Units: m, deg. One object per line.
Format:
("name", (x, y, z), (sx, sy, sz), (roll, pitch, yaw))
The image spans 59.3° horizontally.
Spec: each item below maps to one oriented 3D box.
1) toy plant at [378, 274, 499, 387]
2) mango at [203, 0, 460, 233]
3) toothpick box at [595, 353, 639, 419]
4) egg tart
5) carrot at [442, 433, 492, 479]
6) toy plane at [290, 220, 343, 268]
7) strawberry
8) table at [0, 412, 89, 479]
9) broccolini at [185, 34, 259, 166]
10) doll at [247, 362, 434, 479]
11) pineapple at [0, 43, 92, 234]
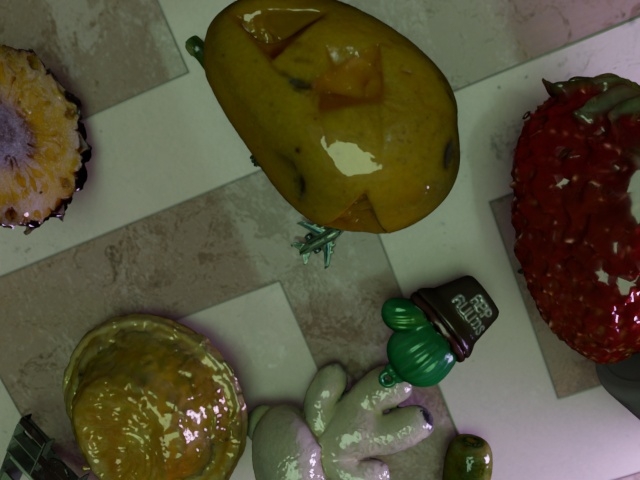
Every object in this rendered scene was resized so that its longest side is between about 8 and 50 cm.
("toy plant", (0.153, 0.131, 0.807), (0.200, 0.105, 0.143), (-36, 99, 2))
("mango", (0.012, -0.165, 0.709), (0.365, 0.182, 0.253), (38, 78, 4))
("toothpick box", (0.564, 0.215, 0.744), (0.316, 0.229, 0.229), (41, 102, -6))
("egg tart", (-0.264, 0.267, 0.843), (0.319, 0.128, 0.318), (2, 99, 10))
("carrot", (0.215, 0.478, 0.904), (0.074, 0.074, 0.358), (7, 104, 2))
("toy plane", (0.000, 0.000, 0.829), (0.083, 0.033, 0.080), (-31, 98, 3))
("strawberry", (0.350, -0.028, 0.707), (0.292, 0.292, 0.343), (15, 119, 0))
("table", (-0.439, 0.383, 0.901), (0.146, 0.062, 0.175), (35, 106, 18))
("broccolini", (-0.120, -0.189, 0.794), (0.067, 0.058, 0.216), (-41, 90, -25))
("doll", (0.033, 0.300, 0.863), (0.278, 0.175, 0.149), (-24, 138, 0))
("pineapple", (-0.501, -0.130, 0.764), (0.272, 0.262, 0.262), (-2, 104, 28))
